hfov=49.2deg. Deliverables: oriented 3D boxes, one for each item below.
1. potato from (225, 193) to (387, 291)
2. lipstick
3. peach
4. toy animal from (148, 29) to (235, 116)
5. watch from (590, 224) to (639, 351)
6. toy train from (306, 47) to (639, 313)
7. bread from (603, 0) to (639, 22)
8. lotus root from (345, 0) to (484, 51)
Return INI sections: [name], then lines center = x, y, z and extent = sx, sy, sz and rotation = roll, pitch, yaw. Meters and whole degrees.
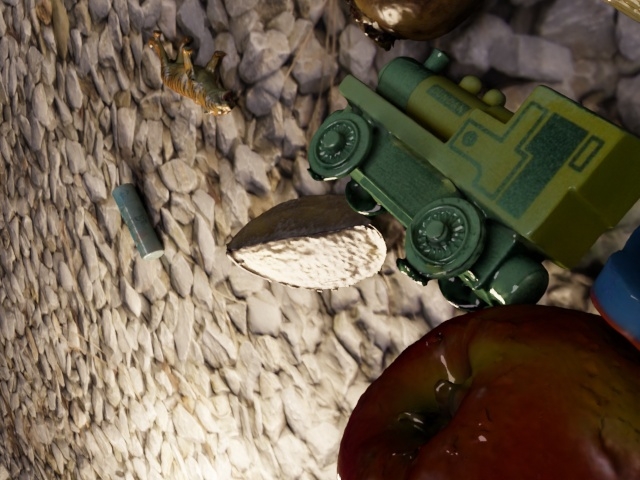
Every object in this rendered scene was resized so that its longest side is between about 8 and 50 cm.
[potato]
center = 0.003, -0.002, 1.011
extent = 0.261, 0.100, 0.120
rotation = -9, 135, 34
[lipstick]
center = -0.365, -0.036, 1.398
extent = 0.048, 0.048, 0.157
rotation = -40, 73, 45
[peach]
center = 0.232, 0.249, 0.611
extent = 0.416, 0.353, 0.339
rotation = 45, 159, -9
[toy animal]
center = -0.223, -0.282, 1.168
extent = 0.241, 0.057, 0.099
rotation = 31, 123, 36
[watch]
center = 0.382, 0.014, 0.474
extent = 0.305, 0.241, 0.274
rotation = 39, 129, 21
[toy train]
center = 0.139, -0.090, 0.768
extent = 0.237, 0.150, 0.369
rotation = -52, 48, 10
[bread]
center = 0.302, -0.277, 0.512
extent = 0.133, 0.179, 0.250
rotation = 36, 148, 12
[lotus root]
center = 0.123, -0.322, 0.725
extent = 0.314, 0.141, 0.169
rotation = -42, 75, 44
